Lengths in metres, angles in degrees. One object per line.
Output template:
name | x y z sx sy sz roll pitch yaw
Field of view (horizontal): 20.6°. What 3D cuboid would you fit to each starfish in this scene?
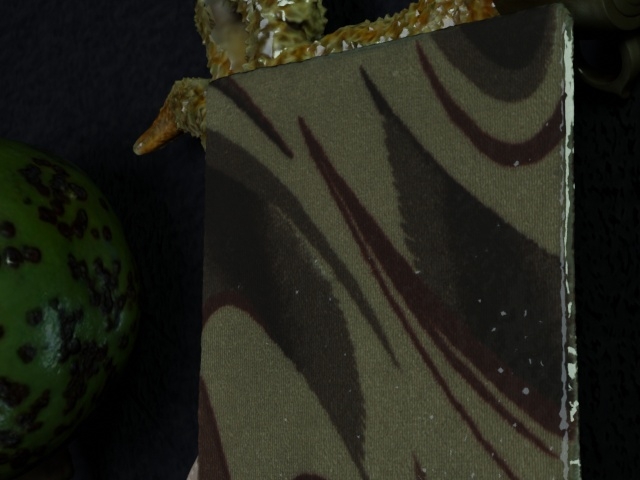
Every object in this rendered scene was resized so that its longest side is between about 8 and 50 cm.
starfish | -0.022 -0.107 0.947 0.293 0.084 0.301 44 129 42

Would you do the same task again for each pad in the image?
pad | 0.022 0.070 0.778 0.220 0.004 0.330 -9 77 41

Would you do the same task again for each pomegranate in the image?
pomegranate | -0.235 0.059 1.115 0.254 0.254 0.270 21 135 52

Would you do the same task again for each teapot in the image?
teapot | 0.122 -0.116 0.766 0.068 0.076 0.121 16 130 39

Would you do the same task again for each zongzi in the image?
zongzi | 0.000 0.000 0.852 0.113 0.052 0.104 -24 92 21

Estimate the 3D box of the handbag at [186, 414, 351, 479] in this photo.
handbag | 0.021 0.181 0.860 0.179 0.116 0.205 -20 73 51
